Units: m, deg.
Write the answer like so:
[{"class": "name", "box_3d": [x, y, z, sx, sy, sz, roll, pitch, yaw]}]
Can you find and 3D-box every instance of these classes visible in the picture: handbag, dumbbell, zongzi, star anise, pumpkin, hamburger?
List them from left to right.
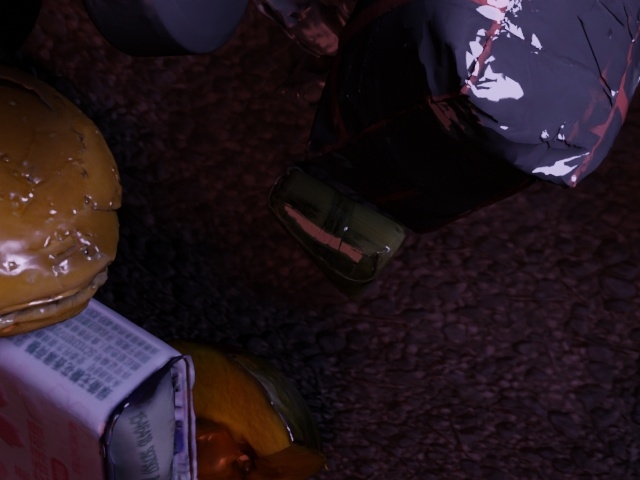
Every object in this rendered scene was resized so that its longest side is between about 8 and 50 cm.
[{"class": "hamburger", "box_3d": [-0.250, -0.030, 1.234, 0.213, 0.214, 0.108, 29, 144, -8]}, {"class": "dumbbell", "box_3d": [-0.165, -0.187, 1.058, 0.218, 0.152, 0.152, 0, 135, 25]}, {"class": "pumpkin", "box_3d": [-0.090, 0.158, 1.459, 0.312, 0.169, 0.148, -30, 75, 41]}, {"class": "zongzi", "box_3d": [0.000, 0.000, 1.279, 0.104, 0.052, 0.113, 33, 153, -1]}, {"class": "star anise", "box_3d": [0.042, -0.112, 1.117, 0.208, 0.063, 0.172, 29, 141, -8]}, {"class": "handbag", "box_3d": [0.097, -0.118, 0.958, 0.155, 0.215, 0.169, 38, 154, -26]}]

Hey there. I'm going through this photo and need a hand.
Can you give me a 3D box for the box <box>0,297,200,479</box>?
[{"class": "box", "box_3d": [-0.259, 0.093, 1.353, 0.369, 0.112, 0.190, 29, 141, 24]}]
